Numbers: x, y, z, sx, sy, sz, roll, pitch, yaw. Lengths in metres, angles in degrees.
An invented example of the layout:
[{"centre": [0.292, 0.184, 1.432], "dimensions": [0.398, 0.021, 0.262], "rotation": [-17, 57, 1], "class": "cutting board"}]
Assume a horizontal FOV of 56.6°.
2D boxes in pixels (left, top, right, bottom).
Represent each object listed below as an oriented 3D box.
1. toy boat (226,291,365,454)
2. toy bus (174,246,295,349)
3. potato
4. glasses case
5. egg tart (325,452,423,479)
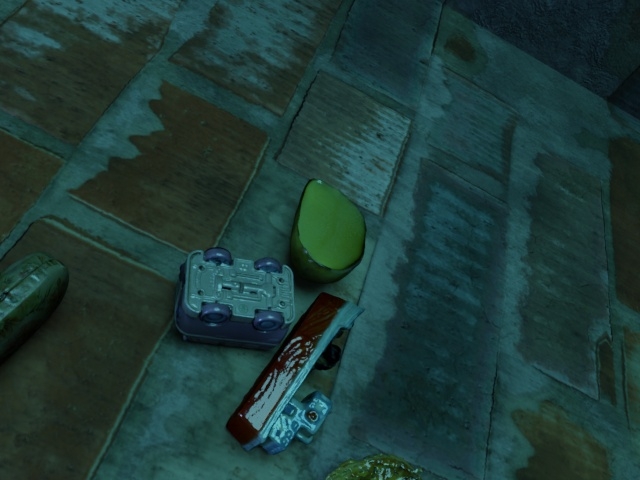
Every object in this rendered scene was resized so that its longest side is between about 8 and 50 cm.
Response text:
[{"centre": [-0.018, 0.229, 1.050], "dimensions": [0.133, 0.145, 0.332], "rotation": [37, 55, 0], "class": "toy boat"}, {"centre": [-0.159, 0.111, 1.063], "dimensions": [0.202, 0.142, 0.142], "rotation": [11, 54, -21], "class": "toy bus"}, {"centre": [0.000, 0.000, 1.242], "dimensions": [0.160, 0.111, 0.271], "rotation": [28, 36, -17], "class": "potato"}, {"centre": [-0.521, 0.174, 0.824], "dimensions": [0.098, 0.156, 0.425], "rotation": [37, 49, -1], "class": "glasses case"}, {"centre": [0.091, 0.475, 0.975], "dimensions": [0.232, 0.098, 0.252], "rotation": [39, 45, 11], "class": "egg tart"}]
